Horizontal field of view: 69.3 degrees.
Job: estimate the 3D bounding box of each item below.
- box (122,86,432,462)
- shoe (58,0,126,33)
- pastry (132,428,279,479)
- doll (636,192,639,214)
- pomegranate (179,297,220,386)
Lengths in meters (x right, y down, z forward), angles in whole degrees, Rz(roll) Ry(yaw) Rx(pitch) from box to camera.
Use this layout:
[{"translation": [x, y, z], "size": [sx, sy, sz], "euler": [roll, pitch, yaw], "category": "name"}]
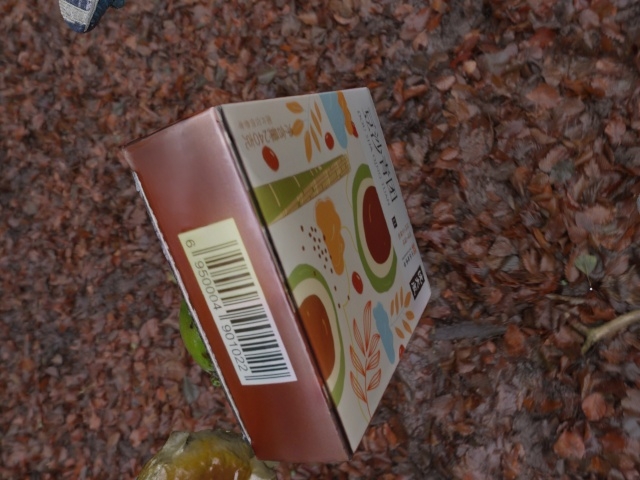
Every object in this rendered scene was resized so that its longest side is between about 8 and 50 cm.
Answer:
[{"translation": [0.000, 0.000, 0.585], "size": [0.122, 0.385, 0.345], "euler": [-13, 103, 29], "category": "box"}, {"translation": [-0.282, -0.332, 0.601], "size": [0.063, 0.071, 0.143], "euler": [30, 91, 20], "category": "shoe"}, {"translation": [-0.172, 0.411, 0.679], "size": [0.120, 0.235, 0.257], "euler": [-10, 44, 54], "category": "pastry"}, {"translation": [0.300, -0.030, 0.141], "size": [0.242, 0.311, 0.160], "euler": [43, 94, 20], "category": "doll"}, {"translation": [-0.089, 0.108, 0.779], "size": [0.235, 0.302, 0.236], "euler": [24, 139, 23], "category": "pomegranate"}]
